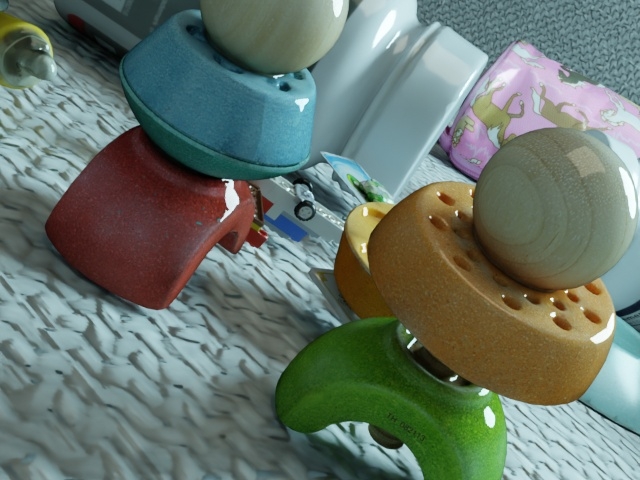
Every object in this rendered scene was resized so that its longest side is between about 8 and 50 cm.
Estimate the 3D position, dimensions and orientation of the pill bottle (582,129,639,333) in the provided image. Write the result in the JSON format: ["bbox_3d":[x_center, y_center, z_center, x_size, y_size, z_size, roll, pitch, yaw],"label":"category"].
[{"bbox_3d":[0.317,0.017,1.064,0.265,0.153,0.153,29,15,-19],"label":"pill bottle"}]

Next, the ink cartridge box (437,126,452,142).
[{"bbox_3d":[0.299,-0.084,1.556,0.371,0.069,0.175,28,15,-12],"label":"ink cartridge box"}]

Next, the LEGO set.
[{"bbox_3d":[0.000,0.000,0.694,0.244,0.060,0.182,52,21,23],"label":"LEGO set"}]

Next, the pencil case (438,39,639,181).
[{"bbox_3d":[0.324,-0.067,1.334,0.386,0.160,0.167,35,38,8],"label":"pencil case"}]

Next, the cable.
[{"bbox_3d":[-0.223,-0.127,0.640,0.140,0.072,0.287,9,10,-20],"label":"cable"}]

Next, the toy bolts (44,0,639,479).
[{"bbox_3d":[0.025,-0.031,0.513,0.229,0.158,0.218,32,27,2],"label":"toy bolts"}]

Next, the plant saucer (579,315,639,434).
[{"bbox_3d":[0.192,0.071,0.854,0.195,0.037,0.195,32,14,-9],"label":"plant saucer"}]

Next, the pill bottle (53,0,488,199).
[{"bbox_3d":[-0.033,-0.153,0.858,0.283,0.161,0.161,34,14,4],"label":"pill bottle"}]
